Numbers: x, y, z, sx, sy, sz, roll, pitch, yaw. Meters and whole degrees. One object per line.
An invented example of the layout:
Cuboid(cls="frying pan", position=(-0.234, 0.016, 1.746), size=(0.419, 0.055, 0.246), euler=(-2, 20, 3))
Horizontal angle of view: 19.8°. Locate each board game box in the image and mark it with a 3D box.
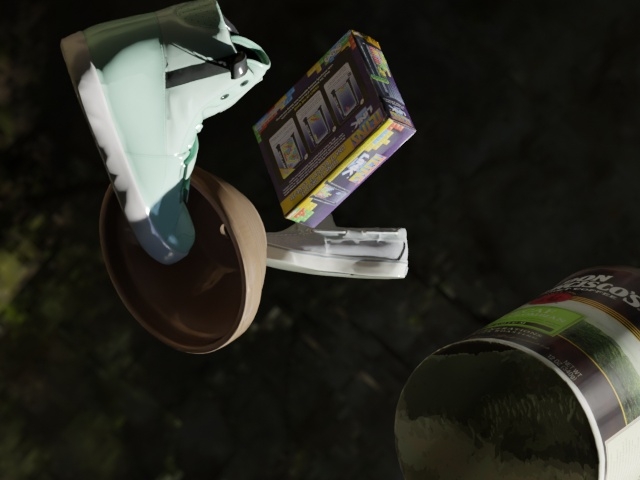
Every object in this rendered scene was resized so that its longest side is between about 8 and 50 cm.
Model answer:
Cuboid(cls="board game box", position=(0.013, -0.121, 1.984), size=(0.170, 0.048, 0.141), euler=(-43, -131, 28))

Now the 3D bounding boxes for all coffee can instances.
Cuboid(cls="coffee can", position=(0.223, 0.151, 1.679), size=(0.201, 0.201, 0.275), euler=(-33, 174, 35))

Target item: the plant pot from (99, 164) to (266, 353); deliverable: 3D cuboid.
Cuboid(cls="plant pot", position=(-0.141, 0.005, 2.165), size=(0.110, 0.237, 0.237), euler=(-28, -179, -44))

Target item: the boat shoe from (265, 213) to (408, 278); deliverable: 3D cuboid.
Cuboid(cls="boat shoe", position=(0.001, 0.000, 2.300), size=(0.079, 0.227, 0.081), euler=(158, -62, -75))

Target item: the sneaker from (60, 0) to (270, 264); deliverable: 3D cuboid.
Cuboid(cls="sneaker", position=(-0.100, -0.084, 1.473), size=(0.151, 0.256, 0.094), euler=(-20, -130, -3))
